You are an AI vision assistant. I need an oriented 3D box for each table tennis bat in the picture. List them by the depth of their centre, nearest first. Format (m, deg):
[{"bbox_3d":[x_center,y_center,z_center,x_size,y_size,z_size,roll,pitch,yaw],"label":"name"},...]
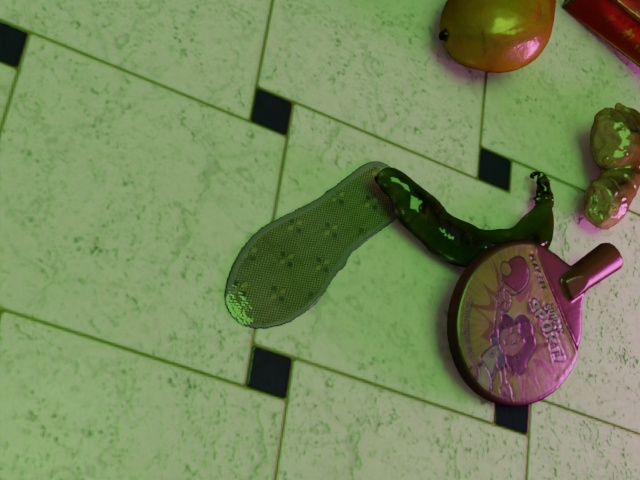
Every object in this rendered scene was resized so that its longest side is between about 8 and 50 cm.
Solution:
[{"bbox_3d":[0.273,0.085,1.570,0.310,0.038,0.200,-30,102,-33],"label":"table tennis bat"}]

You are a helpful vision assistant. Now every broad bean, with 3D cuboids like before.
[{"bbox_3d":[0.200,-0.026,1.591,0.292,0.049,0.144,-1,68,-34],"label":"broad bean"}]

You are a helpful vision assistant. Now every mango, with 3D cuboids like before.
[{"bbox_3d":[0.255,-0.311,1.716,0.147,0.109,0.227,34,52,16],"label":"mango"}]

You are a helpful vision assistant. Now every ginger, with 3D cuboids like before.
[{"bbox_3d":[0.462,-0.137,1.774,0.334,0.081,0.148,-28,89,-36],"label":"ginger"}]

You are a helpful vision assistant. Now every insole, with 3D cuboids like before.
[{"bbox_3d":[0.000,0.000,1.485,0.322,0.007,0.109,-38,91,-36],"label":"insole"}]

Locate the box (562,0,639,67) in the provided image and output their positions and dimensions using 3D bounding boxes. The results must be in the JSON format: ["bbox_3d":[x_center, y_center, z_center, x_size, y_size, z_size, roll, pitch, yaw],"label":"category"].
[{"bbox_3d":[0.525,-0.417,1.905,0.197,0.089,0.313,36,60,-4],"label":"box"}]
